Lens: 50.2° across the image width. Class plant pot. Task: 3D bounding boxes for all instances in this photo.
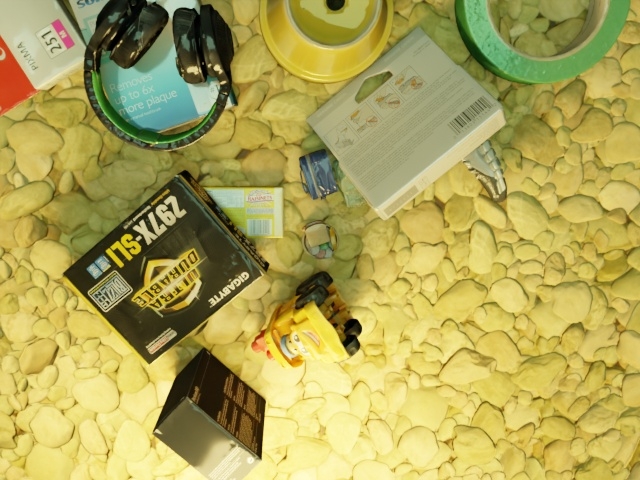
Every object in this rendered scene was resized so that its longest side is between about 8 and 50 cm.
[{"bbox_3d":[0.015,-0.410,1.217,0.253,0.239,0.254,-1,102,-3],"label":"plant pot"}]

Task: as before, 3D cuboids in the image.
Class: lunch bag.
[{"bbox_3d":[-0.007,-0.127,1.356,0.065,0.067,0.098,-17,103,1],"label":"lunch bag"}]

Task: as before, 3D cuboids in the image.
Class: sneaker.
[{"bbox_3d":[0.277,-0.166,1.363,0.132,0.086,0.229,-21,91,6],"label":"sneaker"}]

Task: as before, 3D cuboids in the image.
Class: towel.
[{"bbox_3d":[0.108,-0.133,1.381,0.148,0.027,0.110,-20,102,1],"label":"towel"}]

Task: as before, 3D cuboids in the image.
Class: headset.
[{"bbox_3d":[-0.257,-0.334,1.117,0.243,0.185,0.394,12,110,-7],"label":"headset"}]

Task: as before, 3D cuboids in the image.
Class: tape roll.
[{"bbox_3d":[0.424,-0.464,1.309,0.321,0.077,0.321,0,101,-2],"label":"tape roll"}]

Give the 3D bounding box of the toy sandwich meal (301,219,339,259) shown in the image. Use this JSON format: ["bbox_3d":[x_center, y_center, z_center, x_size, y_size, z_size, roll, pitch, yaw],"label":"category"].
[{"bbox_3d":[0.000,0.000,1.400,0.085,0.029,0.086,-1,101,-3],"label":"toy sandwich meal"}]

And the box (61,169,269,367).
[{"bbox_3d":[-0.305,0.057,1.356,0.322,0.079,0.257,-38,99,12],"label":"box"}]

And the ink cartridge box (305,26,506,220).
[{"bbox_3d":[0.159,-0.228,1.317,0.296,0.066,0.261,-39,62,6],"label":"ink cartridge box"}]

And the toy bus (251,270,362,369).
[{"bbox_3d":[-0.042,0.180,1.344,0.211,0.220,0.149,-29,98,9],"label":"toy bus"}]

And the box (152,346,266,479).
[{"bbox_3d":[-0.208,0.342,1.338,0.103,0.261,0.184,-44,99,6],"label":"box"}]

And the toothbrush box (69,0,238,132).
[{"bbox_3d":[-0.304,-0.356,1.268,0.216,0.126,0.296,-18,100,0],"label":"toothbrush box"}]

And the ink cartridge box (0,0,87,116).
[{"bbox_3d":[-0.598,-0.404,1.278,0.238,0.060,0.275,-31,101,2],"label":"ink cartridge box"}]

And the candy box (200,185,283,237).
[{"bbox_3d":[-0.177,-0.058,1.381,0.205,0.027,0.105,1,100,-2],"label":"candy box"}]
